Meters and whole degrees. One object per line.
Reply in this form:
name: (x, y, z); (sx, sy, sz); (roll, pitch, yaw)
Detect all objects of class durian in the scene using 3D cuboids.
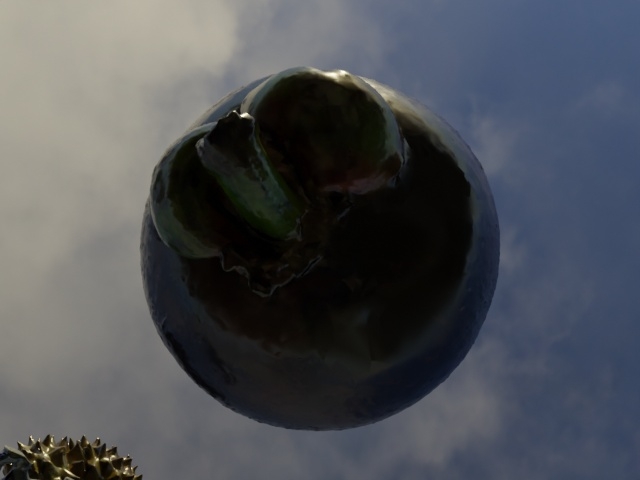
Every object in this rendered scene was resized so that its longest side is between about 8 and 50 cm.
durian: (-0.284, 0.296, 1.154); (0.165, 0.132, 0.182); (12, -158, -5)

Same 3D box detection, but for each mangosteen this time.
mangosteen: (0.000, 0.000, 0.826); (0.306, 0.359, 0.305); (1, -104, -2)

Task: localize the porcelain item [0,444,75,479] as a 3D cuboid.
porcelain item: (-0.208, 0.219, 0.780); (0.136, 0.021, 0.075); (37, -104, -27)
